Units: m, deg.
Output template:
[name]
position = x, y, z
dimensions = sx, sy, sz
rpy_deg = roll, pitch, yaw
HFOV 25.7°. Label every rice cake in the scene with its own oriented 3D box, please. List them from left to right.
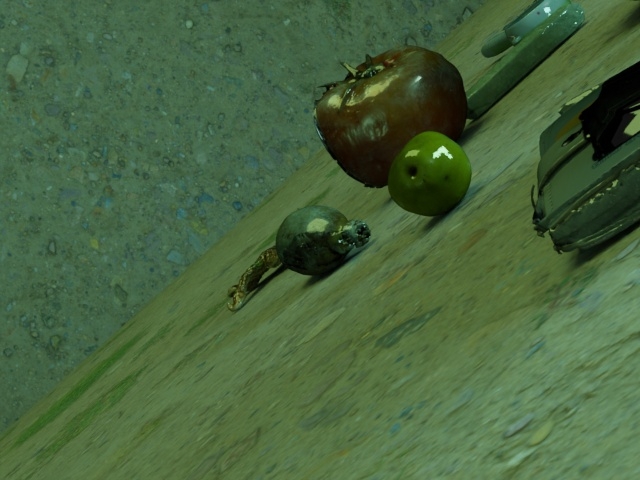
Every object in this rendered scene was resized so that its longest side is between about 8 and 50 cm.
[rice cake]
position = 0.288, -0.259, 2.000
dimensions = 0.245, 0.042, 0.045
rpy_deg = -41, 9, -19

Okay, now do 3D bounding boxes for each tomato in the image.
[tomato]
position = 0.114, -0.182, 1.881
dimensions = 0.155, 0.181, 0.214
rpy_deg = -26, 17, 38

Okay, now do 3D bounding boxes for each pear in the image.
[pear]
position = 0.119, -0.069, 1.472
dimensions = 0.092, 0.092, 0.097
rpy_deg = -35, -9, 33

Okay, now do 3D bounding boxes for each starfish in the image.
[starfish]
position = -0.070, 0.034, 2.065
dimensions = 0.210, 0.053, 0.150
rpy_deg = -49, -2, -36

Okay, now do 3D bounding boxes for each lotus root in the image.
[lotus root]
position = -0.003, -0.001, 1.709
dimensions = 0.088, 0.088, 0.165
rpy_deg = -42, 17, -25

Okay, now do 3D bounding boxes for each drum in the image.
[drum]
position = 0.348, -0.363, 2.351
dimensions = 0.130, 0.049, 0.253
rpy_deg = -40, 7, -3

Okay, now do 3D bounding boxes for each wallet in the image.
[wallet]
position = 0.222, -0.078, 0.998
dimensions = 0.170, 0.069, 0.231
rpy_deg = -32, 10, 21
